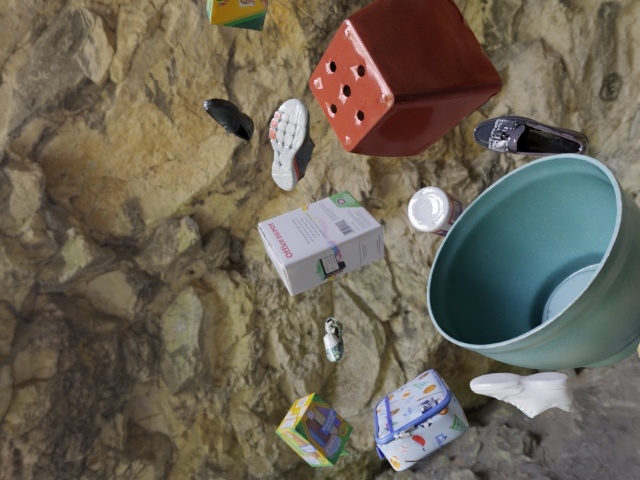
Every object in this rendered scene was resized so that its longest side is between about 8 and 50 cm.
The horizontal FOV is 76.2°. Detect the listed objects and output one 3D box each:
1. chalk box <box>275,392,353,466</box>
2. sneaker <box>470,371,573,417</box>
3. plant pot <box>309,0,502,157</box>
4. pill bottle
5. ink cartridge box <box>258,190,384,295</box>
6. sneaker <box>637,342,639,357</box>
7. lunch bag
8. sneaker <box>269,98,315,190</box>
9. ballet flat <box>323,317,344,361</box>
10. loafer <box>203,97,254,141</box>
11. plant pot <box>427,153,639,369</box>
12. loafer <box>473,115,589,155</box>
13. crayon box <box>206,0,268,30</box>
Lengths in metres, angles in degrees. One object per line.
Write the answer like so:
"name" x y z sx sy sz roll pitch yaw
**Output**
"chalk box" -0.003 0.596 1.246 0.132 0.213 0.132 -42 5 47
"sneaker" 0.459 0.359 0.938 0.212 0.094 0.080 -10 0 27
"plant pot" 0.140 -0.322 0.829 0.236 0.267 0.267 -24 -8 -32
"pill bottle" 0.309 -0.062 1.008 0.108 0.108 0.194 -33 -28 33
"ink cartridge box" 0.000 0.000 1.099 0.278 0.201 0.117 -22 -48 -14
"sneaker" 0.381 0.066 0.357 0.186 0.083 0.069 -39 -42 6
"lunch bag" 0.251 0.472 1.094 0.243 0.114 0.303 -32 -7 5
"sneaker" -0.038 -0.154 0.638 0.065 0.061 0.157 -41 -21 -38
"ballet flat" 0.036 0.311 1.307 0.070 0.070 0.188 -24 18 9
"loafer" -0.280 -0.377 1.284 0.076 0.078 0.223 -10 -10 23
"plant pot" 0.325 0.057 0.572 0.196 0.293 0.293 32 -41 -16
"loafer" 0.579 -0.287 1.140 0.303 0.108 0.095 17 21 25
"crayon box" -0.227 -0.761 1.170 0.166 0.081 0.278 -4 -31 -24
